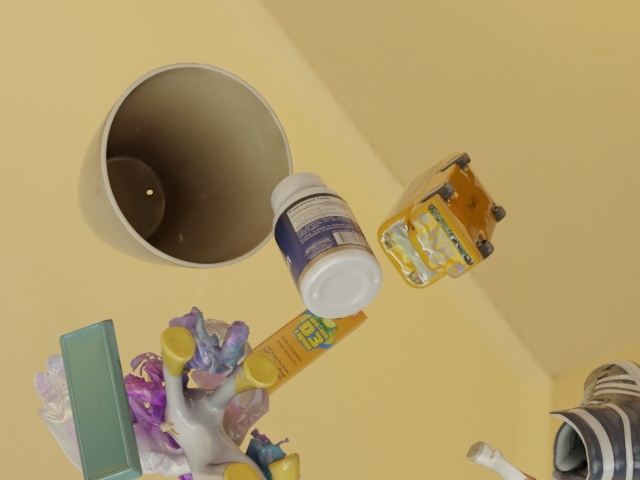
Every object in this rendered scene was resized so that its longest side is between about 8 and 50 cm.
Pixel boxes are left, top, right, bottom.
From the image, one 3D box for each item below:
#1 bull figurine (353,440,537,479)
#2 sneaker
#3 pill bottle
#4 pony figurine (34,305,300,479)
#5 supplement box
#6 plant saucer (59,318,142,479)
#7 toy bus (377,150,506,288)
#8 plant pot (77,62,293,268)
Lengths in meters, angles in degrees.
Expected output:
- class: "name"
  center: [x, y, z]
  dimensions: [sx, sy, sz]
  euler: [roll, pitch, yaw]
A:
- class: "bull figurine"
  center: [0.127, 0.310, 1.358]
  dimensions: [0.188, 0.310, 0.101]
  euler: [42, -136, -19]
- class: "sneaker"
  center: [0.327, 0.216, 1.637]
  dimensions: [0.282, 0.153, 0.099]
  euler: [-130, 33, -76]
- class: "pill bottle"
  center: [0.000, 0.000, 1.549]
  dimensions: [0.094, 0.094, 0.169]
  euler: [37, -161, -41]
- class: "pony figurine"
  center: [-0.157, 0.232, 1.705]
  dimensions: [0.302, 0.363, 0.351]
  euler: [-19, -112, -25]
- class: "supplement box"
  center: [-0.039, 0.168, 2.203]
  dimensions: [0.078, 0.233, 0.080]
  euler: [51, 162, 5]
- class: "plant saucer"
  center: [-0.245, 0.178, 1.511]
  dimensions: [0.018, 0.067, 0.192]
  euler: [56, -164, -62]
- class: "toy bus"
  center: [0.164, -0.029, 1.865]
  dimensions: [0.108, 0.130, 0.333]
  euler: [55, -161, -6]
- class: "plant pot"
  center: [-0.211, -0.072, 1.797]
  dimensions: [0.256, 0.274, 0.257]
  euler: [5, -101, -28]
